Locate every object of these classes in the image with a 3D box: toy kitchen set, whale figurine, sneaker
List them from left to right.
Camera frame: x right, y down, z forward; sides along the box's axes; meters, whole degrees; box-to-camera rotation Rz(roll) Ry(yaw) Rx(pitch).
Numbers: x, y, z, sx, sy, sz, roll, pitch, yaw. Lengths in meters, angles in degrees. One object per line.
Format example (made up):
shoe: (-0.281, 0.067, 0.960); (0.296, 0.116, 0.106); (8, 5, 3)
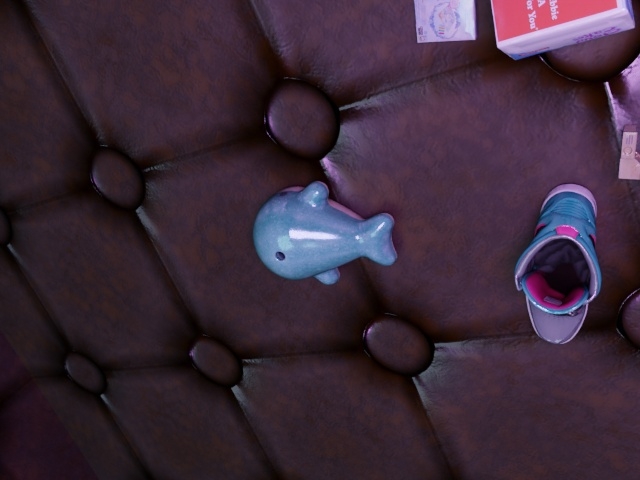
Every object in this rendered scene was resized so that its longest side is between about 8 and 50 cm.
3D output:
whale figurine: (0.000, 0.000, 1.244); (0.272, 0.141, 0.216); (7, 121, 24)
sneaker: (0.375, 0.078, 1.068); (0.124, 0.178, 0.295); (8, 122, 24)
toy kitchen set: (0.473, -0.117, 0.966); (0.083, 0.068, 0.075); (6, 121, 25)

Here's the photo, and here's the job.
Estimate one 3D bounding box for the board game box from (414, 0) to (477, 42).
board game box: (0.187, -0.344, 1.011); (0.090, 0.020, 0.090); (6, 121, 26)

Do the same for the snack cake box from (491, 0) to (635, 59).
snack cake box: (0.283, -0.375, 0.831); (0.152, 0.089, 0.264); (-8, 88, 31)
